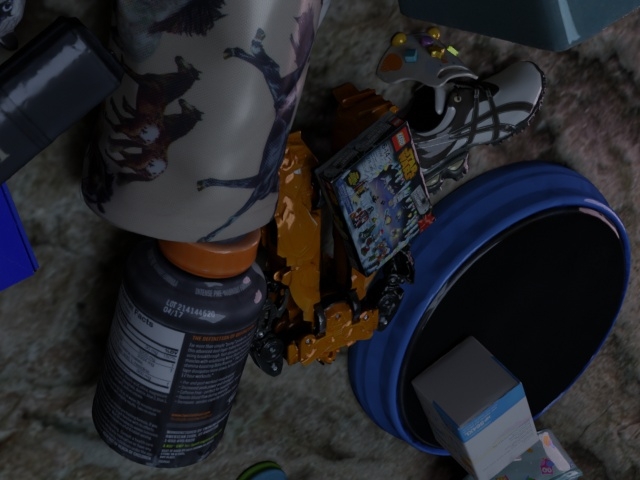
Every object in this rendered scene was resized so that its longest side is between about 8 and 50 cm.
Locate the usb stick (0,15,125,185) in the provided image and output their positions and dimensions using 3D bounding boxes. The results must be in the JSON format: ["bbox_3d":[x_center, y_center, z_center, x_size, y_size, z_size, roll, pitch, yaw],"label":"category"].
[{"bbox_3d":[-0.258,-0.052,0.830,0.278,0.045,0.077,-40,150,-3],"label":"usb stick"}]

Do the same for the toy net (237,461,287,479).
[{"bbox_3d":[-0.088,0.369,1.412,0.122,0.045,0.232,17,111,-47],"label":"toy net"}]

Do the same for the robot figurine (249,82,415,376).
[{"bbox_3d":[0.000,0.000,1.169,0.211,0.085,0.291,-19,131,-26],"label":"robot figurine"}]

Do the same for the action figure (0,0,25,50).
[{"bbox_3d":[-0.286,-0.210,0.697,0.341,0.179,0.330,-17,156,28],"label":"action figure"}]

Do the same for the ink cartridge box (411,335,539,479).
[{"bbox_3d":[0.179,0.199,1.343,0.090,0.092,0.143,-36,136,-11],"label":"ink cartridge box"}]

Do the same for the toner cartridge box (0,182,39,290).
[{"bbox_3d":[-0.400,0.025,0.874,0.347,0.075,0.165,-28,134,-20],"label":"toner cartridge box"}]

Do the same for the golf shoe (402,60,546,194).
[{"bbox_3d":[0.149,-0.135,1.192,0.198,0.077,0.094,-42,126,-19],"label":"golf shoe"}]

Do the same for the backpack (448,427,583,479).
[{"bbox_3d":[0.253,0.333,1.547,0.165,0.144,0.188,-19,150,-25],"label":"backpack"}]

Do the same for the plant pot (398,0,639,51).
[{"bbox_3d":[0.181,-0.334,0.952,0.247,0.247,0.252,-32,119,-15],"label":"plant pot"}]

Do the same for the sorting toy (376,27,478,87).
[{"bbox_3d":[0.110,-0.168,1.135,0.083,0.075,0.045,-15,130,-30],"label":"sorting toy"}]

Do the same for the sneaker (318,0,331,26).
[{"bbox_3d":[0.005,-0.250,0.975,0.080,0.094,0.212,-6,125,-37],"label":"sneaker"}]

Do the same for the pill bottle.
[{"bbox_3d":[-0.125,0.080,1.080,0.130,0.130,0.246,-7,130,-35],"label":"pill bottle"}]

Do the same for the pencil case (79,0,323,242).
[{"bbox_3d":[-0.089,-0.187,0.902,0.160,0.183,0.411,-45,153,-56],"label":"pencil case"}]

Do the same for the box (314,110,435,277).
[{"bbox_3d":[0.054,-0.041,1.098,0.094,0.027,0.137,-40,139,-16],"label":"box"}]

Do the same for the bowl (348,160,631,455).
[{"bbox_3d":[0.215,0.094,1.418,0.391,0.077,0.391,-21,132,-25],"label":"bowl"}]
